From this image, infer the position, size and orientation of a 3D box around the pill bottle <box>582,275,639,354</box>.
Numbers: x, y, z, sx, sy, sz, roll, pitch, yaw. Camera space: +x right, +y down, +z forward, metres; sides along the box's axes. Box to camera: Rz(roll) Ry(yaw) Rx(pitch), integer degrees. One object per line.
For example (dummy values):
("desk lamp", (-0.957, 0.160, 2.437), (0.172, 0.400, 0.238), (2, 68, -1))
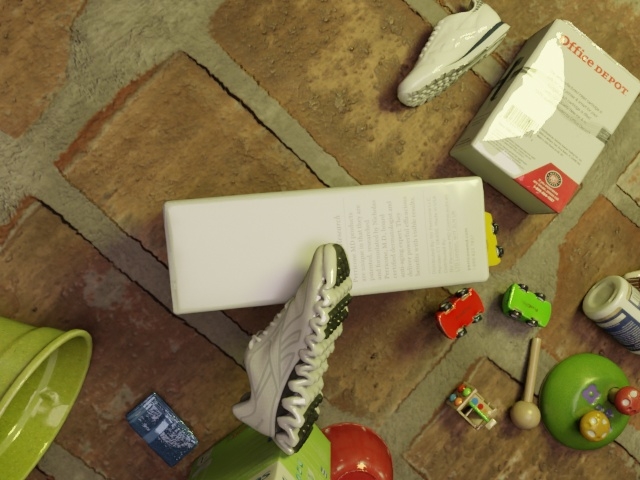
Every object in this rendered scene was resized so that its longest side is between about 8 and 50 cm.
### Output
("pill bottle", (0.575, 0.149, 1.141), (0.169, 0.094, 0.094), (38, 85, -9))

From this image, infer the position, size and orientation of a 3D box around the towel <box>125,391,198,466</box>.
("towel", (-0.261, 0.314, 1.030), (0.067, 0.029, 0.119), (-41, 98, -6))

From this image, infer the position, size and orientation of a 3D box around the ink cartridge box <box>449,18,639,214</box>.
("ink cartridge box", (0.392, -0.210, 1.090), (0.197, 0.114, 0.272), (36, 86, -8))

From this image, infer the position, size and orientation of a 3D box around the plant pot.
("plant pot", (-0.515, 0.201, 0.883), (0.254, 0.276, 0.276), (25, 87, 1))

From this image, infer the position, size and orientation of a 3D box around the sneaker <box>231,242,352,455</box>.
("sneaker", (-0.040, 0.136, 0.823), (0.118, 0.110, 0.292), (20, 102, 17))

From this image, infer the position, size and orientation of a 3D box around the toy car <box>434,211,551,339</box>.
("toy car", (0.310, 0.093, 1.103), (0.225, 0.053, 0.238), (28, 71, -19))

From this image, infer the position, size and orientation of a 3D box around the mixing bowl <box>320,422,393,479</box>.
("mixing bowl", (0.051, 0.413, 1.053), (0.182, 0.098, 0.181), (0, 92, -11))

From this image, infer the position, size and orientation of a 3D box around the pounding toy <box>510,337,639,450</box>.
("pounding toy", (0.481, 0.295, 1.120), (0.237, 0.110, 0.182), (20, 88, -10))

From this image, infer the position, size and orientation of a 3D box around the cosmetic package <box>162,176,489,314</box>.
("cosmetic package", (0.000, 0.000, 0.969), (0.454, 0.230, 0.161), (-5, 93, -9))

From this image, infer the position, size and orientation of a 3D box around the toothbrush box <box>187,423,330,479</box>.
("toothbrush box", (-0.100, 0.378, 0.913), (0.206, 0.283, 0.122), (-37, 96, 6))

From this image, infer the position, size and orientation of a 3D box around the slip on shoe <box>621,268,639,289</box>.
("slip on shoe", (0.632, 0.060, 1.179), (0.136, 0.051, 0.041), (-8, 53, -2))

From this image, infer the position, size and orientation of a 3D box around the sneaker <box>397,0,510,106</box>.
("sneaker", (0.214, -0.325, 1.081), (0.235, 0.090, 0.094), (-38, 85, -11))

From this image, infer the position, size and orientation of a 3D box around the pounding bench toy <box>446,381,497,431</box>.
("pounding bench toy", (0.269, 0.293, 1.096), (0.065, 0.083, 0.052), (44, 84, -9))
